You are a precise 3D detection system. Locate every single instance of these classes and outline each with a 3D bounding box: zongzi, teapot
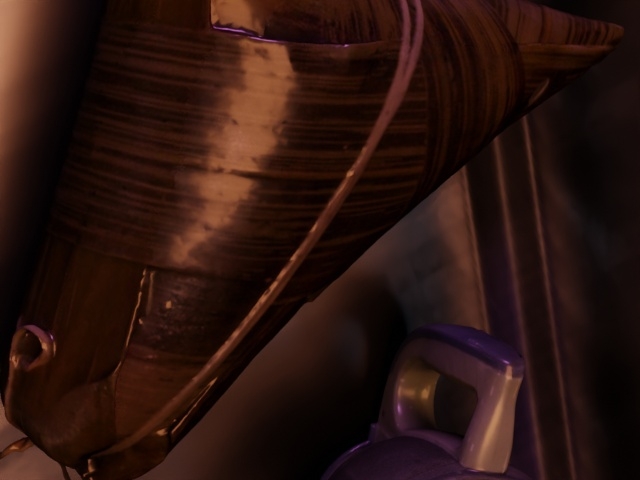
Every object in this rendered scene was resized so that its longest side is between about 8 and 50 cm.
[{"bbox_3d":[0.000,0.000,0.790,0.241,0.111,0.248,12,102,-31],"label":"zongzi"},{"bbox_3d":[0.037,0.116,0.827,0.111,0.108,0.149,-21,114,-15],"label":"teapot"}]
